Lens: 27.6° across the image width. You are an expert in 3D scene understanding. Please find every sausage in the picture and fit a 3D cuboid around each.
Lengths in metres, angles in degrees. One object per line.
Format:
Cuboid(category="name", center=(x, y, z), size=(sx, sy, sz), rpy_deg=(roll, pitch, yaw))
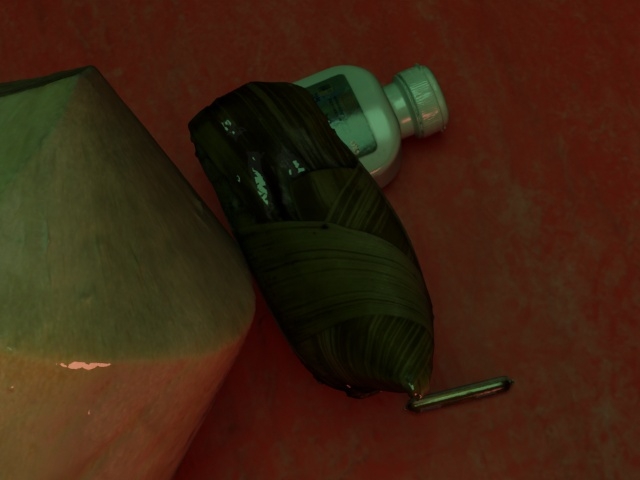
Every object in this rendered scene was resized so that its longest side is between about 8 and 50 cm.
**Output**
Cuboid(category="sausage", center=(0.122, 0.136, 1.149), size=(0.100, 0.015, 0.015), rpy_deg=(-14, 66, 0))

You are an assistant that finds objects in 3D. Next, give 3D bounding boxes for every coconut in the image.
Cuboid(category="coconut", center=(-0.253, 0.046, 1.017), size=(0.415, 0.344, 0.415), rpy_deg=(6, 103, 25))

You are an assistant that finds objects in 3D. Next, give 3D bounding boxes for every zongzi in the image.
Cuboid(category="zongzi", center=(0.000, 0.000, 1.034), size=(0.134, 0.288, 0.286), rpy_deg=(-31, 94, -1))

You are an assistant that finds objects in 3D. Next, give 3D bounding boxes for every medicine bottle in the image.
Cuboid(category="medicine bottle", center=(0.006, -0.094, 1.223), size=(0.229, 0.083, 0.121), rpy_deg=(-22, 69, -5))
